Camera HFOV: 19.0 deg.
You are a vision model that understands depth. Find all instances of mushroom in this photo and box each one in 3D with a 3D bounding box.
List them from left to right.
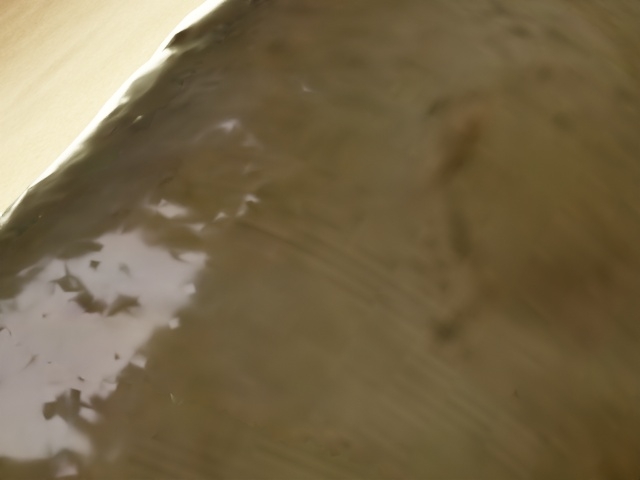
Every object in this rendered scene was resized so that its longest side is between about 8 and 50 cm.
[{"bbox_3d":[-0.014,0.081,0.485,0.352,0.260,0.352,20,-90,-80],"label":"mushroom"}]
